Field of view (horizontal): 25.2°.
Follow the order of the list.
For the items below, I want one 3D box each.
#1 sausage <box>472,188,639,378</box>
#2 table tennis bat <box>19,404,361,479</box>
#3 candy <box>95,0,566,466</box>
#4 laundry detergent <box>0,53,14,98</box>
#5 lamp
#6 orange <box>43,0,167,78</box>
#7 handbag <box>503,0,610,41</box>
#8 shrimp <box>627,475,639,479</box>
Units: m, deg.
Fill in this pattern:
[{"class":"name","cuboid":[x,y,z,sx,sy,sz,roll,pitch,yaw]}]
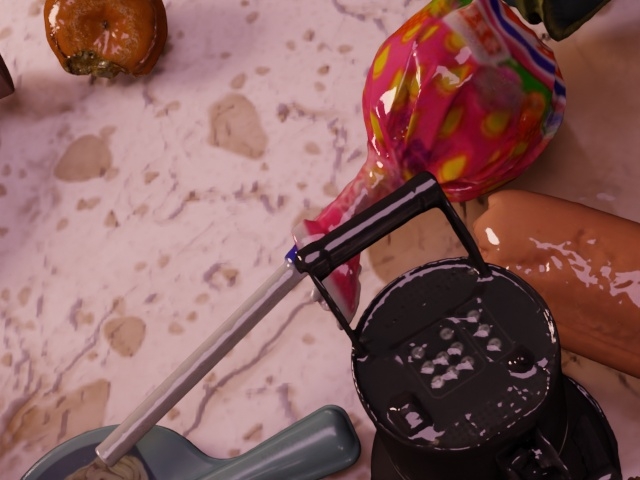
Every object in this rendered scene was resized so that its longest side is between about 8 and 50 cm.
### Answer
[{"class":"sausage","cuboid":[0.217,0.048,0.796,0.289,0.086,0.086,19,70,20]},{"class":"table tennis bat","cuboid":[-0.086,0.163,0.841,0.237,0.038,0.149,-26,60,3]},{"class":"candy","cuboid":[0.000,0.000,0.859,0.365,0.124,0.124,-45,63,-8]},{"class":"laundry detergent","cuboid":[-0.314,-0.040,0.971,0.237,0.076,0.171,-22,63,-1]},{"class":"lamp","cuboid":[0.082,0.093,0.724,0.147,0.227,0.172,-32,62,-4]},{"class":"orange","cuboid":[-0.148,-0.152,0.991,0.086,0.062,0.086,-1,101,-6]},{"class":"handbag","cuboid":[0.141,-0.304,0.911,0.263,0.222,0.241,-43,68,-11]},{"class":"shrimp","cuboid":[0.280,0.141,0.723,0.249,0.068,0.150,-1,103,17]}]
